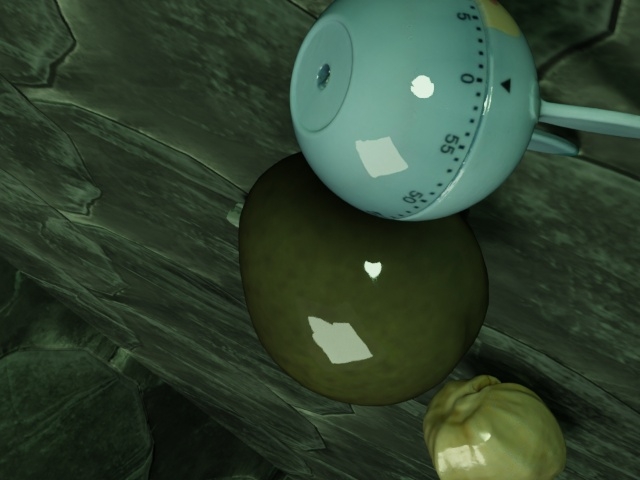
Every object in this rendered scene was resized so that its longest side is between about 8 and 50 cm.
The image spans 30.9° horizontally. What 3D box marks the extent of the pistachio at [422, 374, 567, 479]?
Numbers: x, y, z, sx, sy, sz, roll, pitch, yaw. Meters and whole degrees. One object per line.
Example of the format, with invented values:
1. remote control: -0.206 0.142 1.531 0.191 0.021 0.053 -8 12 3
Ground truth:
1. pistachio: 0.221 0.254 1.449 0.157 0.157 0.229 13 167 42

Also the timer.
1. timer: 0.101 -0.105 0.762 0.175 0.255 0.175 37 136 46

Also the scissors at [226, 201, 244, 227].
1. scissors: 0.000 0.000 1.312 0.242 0.030 0.118 16 157 26

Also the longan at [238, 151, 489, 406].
1. longan: 0.030 0.032 1.060 0.248 0.248 0.248 27 161 10
